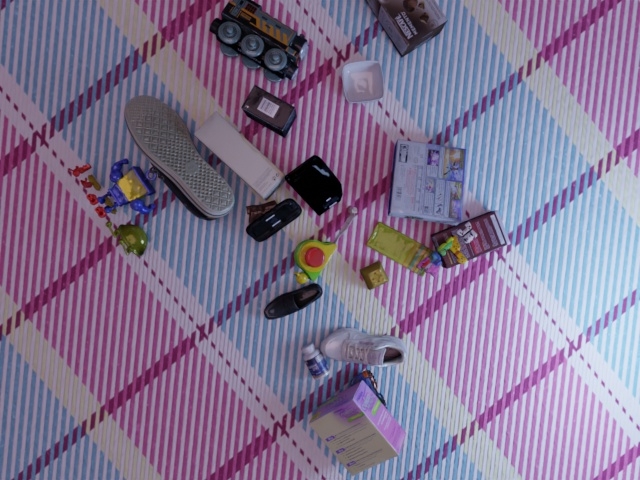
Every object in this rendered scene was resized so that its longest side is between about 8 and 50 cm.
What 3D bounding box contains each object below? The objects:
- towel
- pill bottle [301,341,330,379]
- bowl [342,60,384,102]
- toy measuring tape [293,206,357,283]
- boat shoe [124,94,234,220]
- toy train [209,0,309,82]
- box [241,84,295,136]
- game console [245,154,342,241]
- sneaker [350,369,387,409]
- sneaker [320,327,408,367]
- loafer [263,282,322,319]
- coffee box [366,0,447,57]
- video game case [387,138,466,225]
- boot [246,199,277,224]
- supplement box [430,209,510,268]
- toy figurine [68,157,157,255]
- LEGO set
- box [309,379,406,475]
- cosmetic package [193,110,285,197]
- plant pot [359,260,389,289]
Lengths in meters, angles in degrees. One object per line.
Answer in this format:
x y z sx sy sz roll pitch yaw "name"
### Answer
0.288 0.030 1.874 0.237 0.021 0.102 29 90 -2 "towel"
-0.020 0.423 1.854 0.067 0.067 0.120 -28 92 0 "pill bottle"
0.146 -0.549 1.839 0.142 0.053 0.142 -7 92 -1 "bowl"
0.000 0.000 1.824 0.121 0.121 0.330 32 84 -2 "toy measuring tape"
-0.483 -0.265 1.770 0.187 0.156 0.500 -40 90 -30 "boat shoe"
-0.203 -0.685 1.793 0.334 0.142 0.190 30 81 -2 "toy train"
-0.170 -0.434 1.783 0.156 0.158 0.093 29 91 -2 "box"
-0.102 -0.122 1.794 0.361 0.213 0.044 -35 47 8 "game console"
0.176 0.568 1.866 0.087 0.083 0.221 -23 89 15 "sneaker"
0.152 0.371 1.815 0.305 0.152 0.114 2 94 0 "sneaker"
-0.097 0.213 1.841 0.223 0.078 0.076 -25 91 0 "loafer"
0.276 -0.809 1.802 0.168 0.119 0.297 -32 92 -1 "coffee box"
0.368 -0.201 1.820 0.244 0.061 0.269 8 77 -1 "video game case"
-0.197 -0.082 1.856 0.114 0.037 0.106 -10 94 -6 "boot"
0.524 -0.004 1.851 0.240 0.073 0.130 -21 91 -1 "supplement box"
-0.636 -0.150 1.774 0.217 0.191 0.362 -34 93 -5 "toy figurine"
0.439 0.051 1.770 0.227 0.087 0.093 -40 76 1 "LEGO set"
0.126 0.640 1.797 0.213 0.117 0.243 -39 93 29 "box"
-0.266 -0.280 1.787 0.309 0.160 0.113 43 89 -3 "cosmetic package"
0.193 0.125 1.843 0.082 0.083 0.081 -26 92 -1 "plant pot"
